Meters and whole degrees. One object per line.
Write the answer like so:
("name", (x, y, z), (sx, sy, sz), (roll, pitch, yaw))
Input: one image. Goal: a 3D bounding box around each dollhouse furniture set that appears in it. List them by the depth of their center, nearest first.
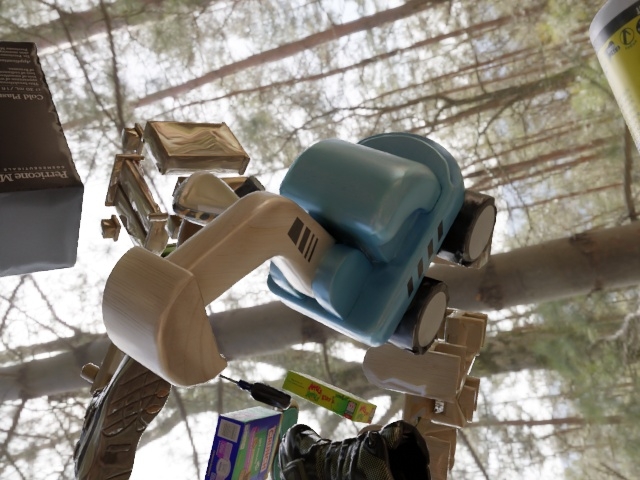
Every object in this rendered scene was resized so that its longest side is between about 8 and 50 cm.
("dollhouse furniture set", (0.145, 0.152, 1.084), (0.362, 0.256, 0.394), (-11, -73, -68))
("dollhouse furniture set", (-0.285, -0.053, 1.237), (0.173, 0.356, 0.303), (-7, -131, -39))

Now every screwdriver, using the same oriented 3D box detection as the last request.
("screwdriver", (-0.115, 0.171, 0.770), (0.025, 0.169, 0.024), (-45, -25, -64))

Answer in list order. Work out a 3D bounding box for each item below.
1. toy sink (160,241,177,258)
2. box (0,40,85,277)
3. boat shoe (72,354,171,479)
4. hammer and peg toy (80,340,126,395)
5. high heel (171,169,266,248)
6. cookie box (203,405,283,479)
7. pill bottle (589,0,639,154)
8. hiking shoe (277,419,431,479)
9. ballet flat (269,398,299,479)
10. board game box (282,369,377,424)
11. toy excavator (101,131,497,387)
("toy sink", (-0.529, 0.106, 2.019), (0.131, 0.234, 0.153), (59, -147, -40))
("box", (-0.534, -0.109, 0.826), (0.313, 0.343, 0.179), (60, 142, 31))
("boat shoe", (-0.418, 0.346, 1.244), (0.132, 0.130, 0.355), (24, -88, -49))
("hammer and peg toy", (-0.425, 0.201, 1.511), (0.361, 0.127, 0.266), (-66, -13, 0))
("high heel", (-0.191, -0.015, 0.916), (0.093, 0.186, 0.261), (49, -163, 4))
("cookie box", (-0.095, 0.260, 0.771), (0.107, 0.040, 0.092), (20, -98, -67))
("pill bottle", (0.472, -0.155, 0.733), (0.188, 0.187, 0.334), (14, -124, -70))
("hiking shoe", (0.046, 0.208, 0.546), (0.086, 0.227, 0.114), (39, -98, -32))
("ballet flat", (-0.098, 0.491, 1.528), (0.086, 0.086, 0.249), (-48, -32, -68))
("board game box", (0.019, 0.329, 1.294), (0.092, 0.181, 0.043), (33, -104, -56))
("toy excavator", (0.000, 0.000, 0.734), (0.433, 0.222, 0.445), (-59, -33, -14))
